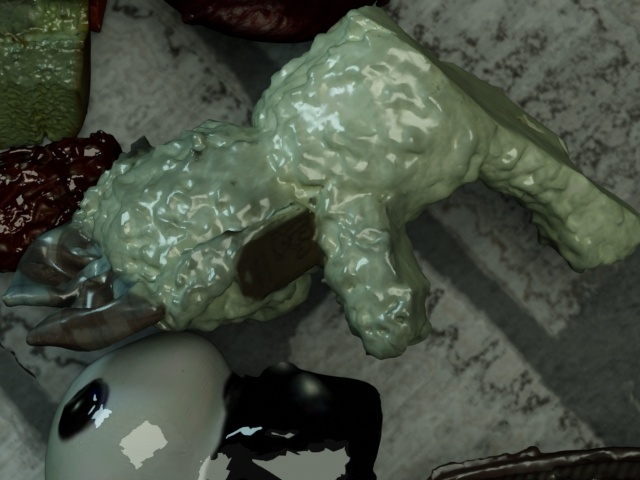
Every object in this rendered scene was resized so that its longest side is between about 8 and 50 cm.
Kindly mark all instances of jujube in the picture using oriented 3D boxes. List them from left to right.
[{"bbox_3d":[-0.235,-0.029,1.500,0.166,0.104,0.104,-17,85,-18],"label":"jujube"}]

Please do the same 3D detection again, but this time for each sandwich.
[{"bbox_3d":[-0.234,-0.183,1.478,0.090,0.088,0.244,4,107,0],"label":"sandwich"}]

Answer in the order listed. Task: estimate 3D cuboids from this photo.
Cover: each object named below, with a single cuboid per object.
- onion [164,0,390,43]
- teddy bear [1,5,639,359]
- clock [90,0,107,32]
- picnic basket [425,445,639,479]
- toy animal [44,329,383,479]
[{"bbox_3d":[-0.069,-0.292,1.478,0.314,0.232,0.314,25,46,-29],"label":"onion"},{"bbox_3d":[0.000,0.000,1.450,0.375,0.327,0.362,31,105,-40],"label":"teddy bear"},{"bbox_3d":[-0.254,-0.251,1.544,0.155,0.061,0.113,10,84,-2],"label":"clock"},{"bbox_3d":[0.205,0.281,1.487,0.297,0.129,0.222,-4,81,-7],"label":"picnic basket"},{"bbox_3d":[-0.084,0.181,1.439,0.266,0.212,0.212,12,81,3],"label":"toy animal"}]
